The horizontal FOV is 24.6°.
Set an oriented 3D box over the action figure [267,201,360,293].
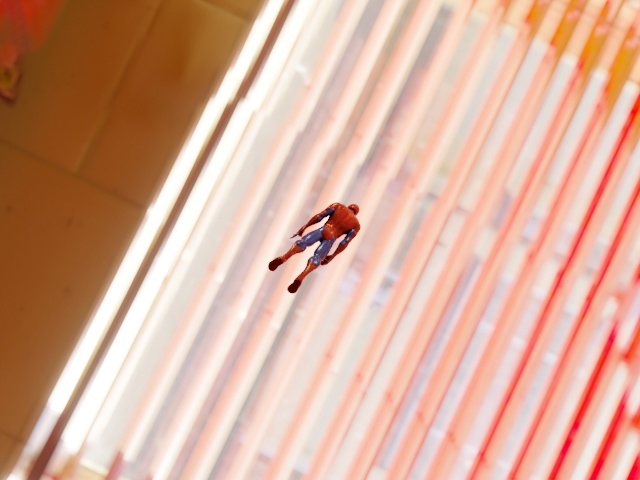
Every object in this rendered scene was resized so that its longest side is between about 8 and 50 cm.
[{"bbox_3d":[0.000,0.000,1.178,0.115,0.038,0.030,-42,178,-43],"label":"action figure"}]
